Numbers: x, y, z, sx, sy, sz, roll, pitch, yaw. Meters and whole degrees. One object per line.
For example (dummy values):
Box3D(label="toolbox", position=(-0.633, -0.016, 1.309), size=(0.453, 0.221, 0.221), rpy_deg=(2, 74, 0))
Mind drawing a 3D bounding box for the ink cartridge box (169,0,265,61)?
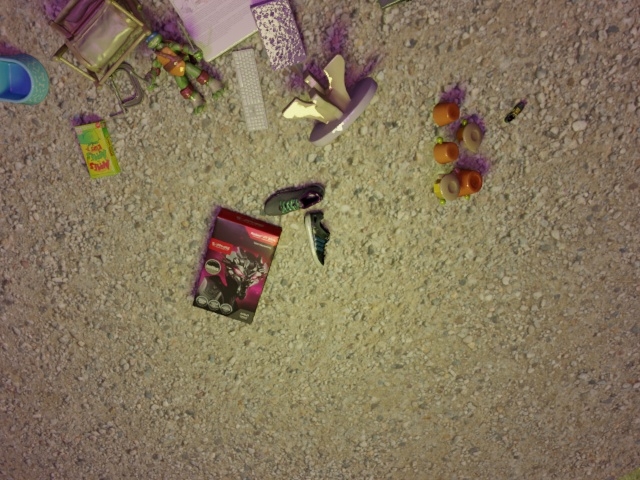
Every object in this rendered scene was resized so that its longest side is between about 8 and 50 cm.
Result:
Box3D(label="ink cartridge box", position=(-0.295, -0.740, 1.720), size=(0.296, 0.066, 0.261), rpy_deg=(-28, 107, 12))

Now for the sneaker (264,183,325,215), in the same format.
Box3D(label="sneaker", position=(-0.095, -0.133, 1.911), size=(0.223, 0.098, 0.083), rpy_deg=(-20, 108, 9))

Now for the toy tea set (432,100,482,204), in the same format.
Box3D(label="toy tea set", position=(0.423, -0.284, 1.826), size=(0.199, 0.124, 0.336), rpy_deg=(-2, 93, -32))

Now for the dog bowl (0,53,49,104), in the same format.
Box3D(label="dog bowl", position=(-1.051, -0.532, 1.832), size=(0.297, 0.074, 0.166), rpy_deg=(8, 110, 0))

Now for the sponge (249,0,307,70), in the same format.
Box3D(label="sponge", position=(-0.126, -0.635, 1.722), size=(0.117, 0.031, 0.210), rpy_deg=(-18, 131, 4))

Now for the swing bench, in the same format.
Box3D(label="swing bench", position=(-0.674, -0.649, 1.702), size=(0.253, 0.255, 0.165), rpy_deg=(-40, 139, 16))

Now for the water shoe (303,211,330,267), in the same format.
Box3D(label="water shoe", position=(0.000, 0.000, 1.968), size=(0.080, 0.073, 0.203), rpy_deg=(-13, 109, 5))

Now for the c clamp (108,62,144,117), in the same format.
Box3D(label="c clamp", position=(-0.659, -0.496, 1.850), size=(0.137, 0.022, 0.161), rpy_deg=(-11, 109, 7))

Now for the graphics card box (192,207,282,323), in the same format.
Box3D(label="graphics card box", position=(-0.300, 0.097, 2.009), size=(0.232, 0.094, 0.371), rpy_deg=(19, 111, -4))

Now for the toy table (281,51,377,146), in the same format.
Box3D(label="toy table", position=(0.023, -0.439, 1.737), size=(0.161, 0.252, 0.274), rpy_deg=(37, 100, -28))

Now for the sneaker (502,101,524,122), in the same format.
Box3D(label="sneaker", position=(0.627, -0.409, 1.806), size=(0.031, 0.035, 0.083), rpy_deg=(38, 107, -11))

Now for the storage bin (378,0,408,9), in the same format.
Box3D(label="storage bin", position=(0.205, -0.762, 1.677), size=(0.091, 0.098, 0.135), rpy_deg=(-21, 108, 21))

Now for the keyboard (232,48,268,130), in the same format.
Box3D(label="keyboard", position=(-0.229, -0.490, 1.835), size=(0.072, 0.014, 0.256), rpy_deg=(-8, 109, 6))

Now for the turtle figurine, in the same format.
Box3D(label="turtle figurine", position=(-0.436, -0.507, 1.718), size=(0.198, 0.274, 0.266), rpy_deg=(-51, 123, -4))

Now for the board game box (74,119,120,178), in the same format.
Box3D(label="board game box", position=(-0.760, -0.310, 1.912), size=(0.092, 0.043, 0.181), rpy_deg=(-10, 109, 6))
